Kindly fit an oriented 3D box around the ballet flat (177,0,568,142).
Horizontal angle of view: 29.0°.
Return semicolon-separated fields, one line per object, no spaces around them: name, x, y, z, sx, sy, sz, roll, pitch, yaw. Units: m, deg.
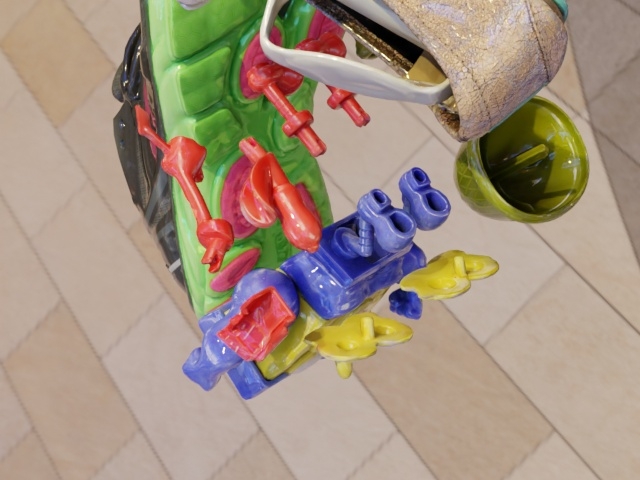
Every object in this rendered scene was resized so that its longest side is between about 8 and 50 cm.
ballet flat;-0.021;-0.156;0.658;0.316;0.107;0.106;33;82;12

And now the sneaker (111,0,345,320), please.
sneaker;-0.091;-0.136;0.943;0.185;0.482;0.202;-25;49;-33

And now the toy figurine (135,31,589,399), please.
toy figurine;0.000;0.000;0.839;0.191;0.363;0.217;50;133;8
